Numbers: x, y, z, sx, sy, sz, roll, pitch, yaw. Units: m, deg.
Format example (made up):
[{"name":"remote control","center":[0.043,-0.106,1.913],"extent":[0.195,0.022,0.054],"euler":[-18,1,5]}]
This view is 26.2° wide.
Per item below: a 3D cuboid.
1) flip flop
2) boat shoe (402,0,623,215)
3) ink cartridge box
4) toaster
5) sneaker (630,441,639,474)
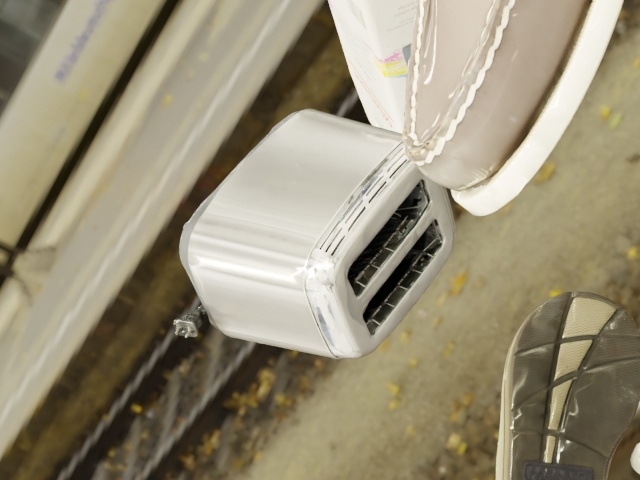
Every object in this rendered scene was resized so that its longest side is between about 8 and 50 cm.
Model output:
[{"name":"flip flop","center":[0.186,0.172,1.086],"extent":[0.080,0.112,0.277],"euler":[121,159,-72]},{"name":"boat shoe","center":[0.084,-0.169,0.617],"extent":[0.117,0.097,0.324],"euler":[-22,47,61]},{"name":"ink cartridge box","center":[0.097,-0.256,1.676],"extent":[0.119,0.353,0.207],"euler":[-24,42,-5]},{"name":"toaster","center":[0.000,0.000,1.058],"extent":[0.146,0.129,0.227],"euler":[12,46,38]},{"name":"sneaker","center":[0.331,0.136,1.032],"extent":[0.104,0.095,0.236],"euler":[58,143,33]}]
